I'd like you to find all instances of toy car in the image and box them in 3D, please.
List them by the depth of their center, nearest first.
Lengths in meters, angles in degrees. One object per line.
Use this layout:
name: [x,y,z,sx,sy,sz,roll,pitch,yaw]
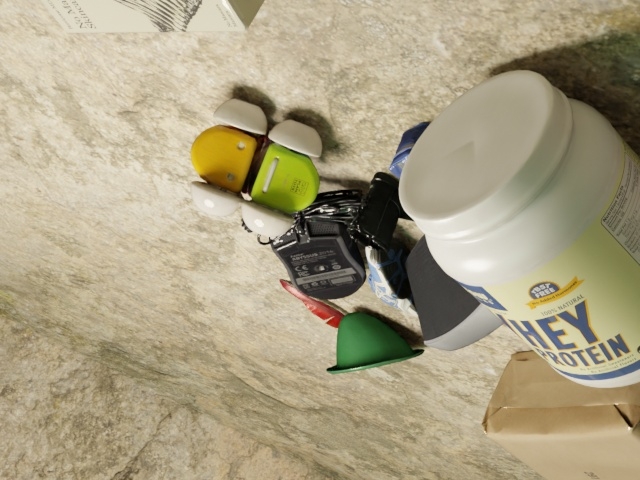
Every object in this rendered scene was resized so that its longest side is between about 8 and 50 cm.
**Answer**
toy car: [-0.083,-0.100,1.349,0.182,0.159,0.136,21,-172,6]

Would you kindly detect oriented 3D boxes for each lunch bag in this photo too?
lunch bag: [0.140,-0.092,1.232,0.098,0.065,0.067,34,152,-16]

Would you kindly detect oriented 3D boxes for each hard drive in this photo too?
hard drive: [0.187,0.053,1.346,0.054,0.172,0.254,-8,163,-17]

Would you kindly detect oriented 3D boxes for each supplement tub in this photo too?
supplement tub: [0.266,-0.009,1.087,0.325,0.235,0.235,40,150,-28]

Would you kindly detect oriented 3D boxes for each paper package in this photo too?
paper package: [0.489,0.315,1.571,0.325,0.168,0.309,38,151,-23]

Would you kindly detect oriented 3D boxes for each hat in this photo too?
hat: [0.070,0.133,1.753,0.208,0.183,0.173,-10,177,-27]

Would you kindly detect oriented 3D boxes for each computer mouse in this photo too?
computer mouse: [0.000,0.000,1.499,0.188,0.072,0.272,-10,147,8]

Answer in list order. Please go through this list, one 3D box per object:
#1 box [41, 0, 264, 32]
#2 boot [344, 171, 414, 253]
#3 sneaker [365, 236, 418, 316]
box: [-0.196,-0.302,1.100,0.275,0.094,0.113,6,148,32]
boot: [0.101,-0.027,1.345,0.121,0.099,0.045,30,155,-10]
sneaker: [0.105,0.058,1.512,0.081,0.080,0.211,11,154,30]
